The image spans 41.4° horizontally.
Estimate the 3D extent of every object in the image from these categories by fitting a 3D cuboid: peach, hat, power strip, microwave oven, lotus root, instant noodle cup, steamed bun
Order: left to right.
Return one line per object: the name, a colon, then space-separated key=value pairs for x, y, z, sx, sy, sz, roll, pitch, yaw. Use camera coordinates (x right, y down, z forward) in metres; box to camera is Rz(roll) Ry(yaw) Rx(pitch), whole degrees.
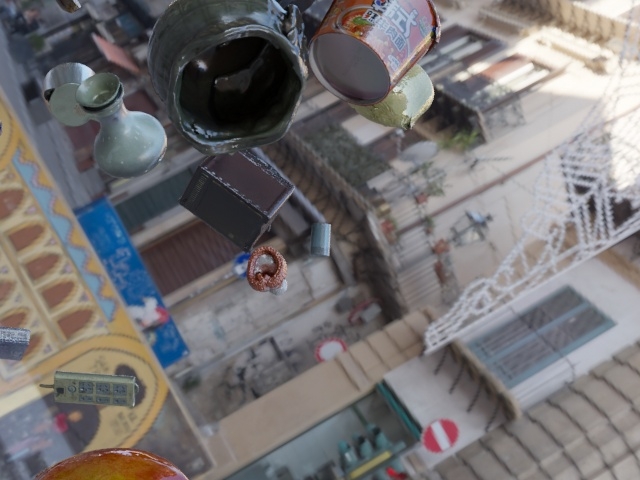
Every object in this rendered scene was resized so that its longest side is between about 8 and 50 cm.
lotus root: x=-0.458 y=-0.440 z=1.491 sx=0.030 sy=0.038 sz=0.083 roll=-87 pitch=160 yaw=-56
power strip: x=-0.639 y=0.409 z=2.333 sx=0.034 sy=0.268 sz=0.092 roll=-94 pitch=-170 yaw=-66
peach: x=-0.380 y=0.491 z=1.448 sx=0.289 sy=0.307 sz=0.289 roll=33 pitch=-9 yaw=6
microwave oven: x=-0.223 y=-0.122 z=2.279 sx=0.247 sy=0.188 sz=0.178 roll=36 pitch=-50 yaw=-2
hat: x=-0.122 y=0.089 z=2.040 sx=0.162 sy=0.094 sz=0.112 roll=81 pitch=19 yaw=-67
instant noodle cup: x=0.102 y=-0.416 z=1.772 sx=0.251 sy=0.192 sz=0.250 roll=24 pitch=-30 yaw=14
steamed bun: x=0.222 y=-0.484 z=2.699 sx=0.273 sy=0.232 sz=0.166 roll=35 pitch=-42 yaw=26

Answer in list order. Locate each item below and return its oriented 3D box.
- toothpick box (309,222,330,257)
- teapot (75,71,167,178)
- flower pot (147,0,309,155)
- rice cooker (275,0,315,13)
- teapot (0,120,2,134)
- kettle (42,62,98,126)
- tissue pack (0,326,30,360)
toothpick box: x=0.000 y=0.000 z=2.196 sx=0.052 sy=0.052 sz=0.083 roll=121 pitch=-27 yaw=-79
teapot: x=-0.477 y=-0.272 z=1.994 sx=0.183 sy=0.184 sz=0.250 roll=54 pitch=-9 yaw=36
flower pot: x=-0.152 y=-0.310 z=1.526 sx=0.301 sy=0.302 sz=0.213 roll=72 pitch=-2 yaw=-48
rice cooker: x=-0.100 y=-0.711 z=2.200 sx=0.224 sy=0.267 sz=0.267 roll=42 pitch=-1 yaw=-24
teapot: x=-0.598 y=-0.216 z=1.475 sx=0.129 sy=0.078 sz=0.098 roll=65 pitch=18 yaw=-74
kettle: x=-0.640 y=-0.369 z=2.273 sx=0.211 sy=0.159 sz=0.243 roll=26 pitch=10 yaw=-24
tissue pack: x=-0.772 y=0.240 z=1.990 sx=0.112 sy=0.156 sz=0.051 roll=-44 pitch=-138 yaw=50
